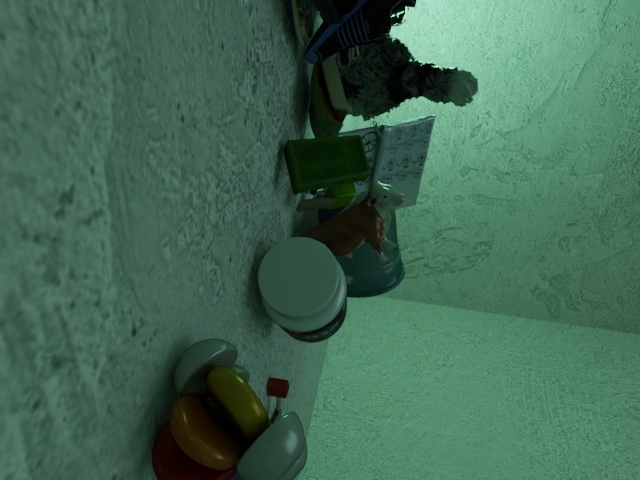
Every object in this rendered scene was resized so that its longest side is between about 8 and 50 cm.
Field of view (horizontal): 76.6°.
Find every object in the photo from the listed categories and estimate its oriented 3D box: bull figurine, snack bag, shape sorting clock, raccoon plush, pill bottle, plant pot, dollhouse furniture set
[{"bbox_3d":[0.085,-0.012,1.000,0.188,0.311,0.101,56,19,-18],"label":"bull figurine"},{"bbox_3d":[0.157,-0.191,1.171,0.322,0.343,0.037,94,-27,-42],"label":"snack bag"},{"bbox_3d":[-0.027,-0.447,0.698,0.206,0.041,0.206,8,90,-84],"label":"shape sorting clock"},{"bbox_3d":[0.209,-0.477,1.074,0.299,0.447,0.216,-61,163,-25],"label":"raccoon plush"},{"bbox_3d":[-0.028,0.106,0.794,0.283,0.162,0.161,78,21,-70],"label":"pill bottle"},{"bbox_3d":[0.137,-0.028,1.474,0.341,0.342,0.333,-71,160,-58],"label":"plant pot"},{"bbox_3d":[-0.024,-0.229,0.875,0.197,0.152,0.301,129,-50,-73],"label":"dollhouse furniture set"}]

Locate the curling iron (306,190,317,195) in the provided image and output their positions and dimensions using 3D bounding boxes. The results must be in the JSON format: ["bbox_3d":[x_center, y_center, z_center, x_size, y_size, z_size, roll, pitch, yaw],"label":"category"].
[{"bbox_3d":[-0.005,-0.192,1.203,0.274,0.035,0.068,-63,164,-68],"label":"curling iron"}]

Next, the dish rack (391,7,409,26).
[{"bbox_3d":[0.179,-0.618,0.876,0.208,0.074,0.271,-50,141,-48],"label":"dish rack"}]

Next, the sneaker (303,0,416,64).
[{"bbox_3d":[0.063,-0.379,0.724,0.232,0.091,0.081,-24,-138,49],"label":"sneaker"}]

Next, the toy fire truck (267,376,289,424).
[{"bbox_3d":[-0.110,0.433,0.958,0.135,0.047,0.191,-76,171,-53],"label":"toy fire truck"}]

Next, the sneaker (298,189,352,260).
[{"bbox_3d":[0.000,0.001,1.162,0.182,0.128,0.315,-73,176,-73],"label":"sneaker"}]

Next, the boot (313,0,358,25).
[{"bbox_3d":[0.090,-0.471,0.514,0.347,0.261,0.131,77,15,-47],"label":"boot"}]

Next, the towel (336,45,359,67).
[{"bbox_3d":[0.047,-0.575,0.835,0.312,0.056,0.324,86,0,-56],"label":"towel"}]

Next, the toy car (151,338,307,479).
[{"bbox_3d":[-0.106,0.211,0.437,0.136,0.159,0.182,-40,153,-24],"label":"toy car"}]
